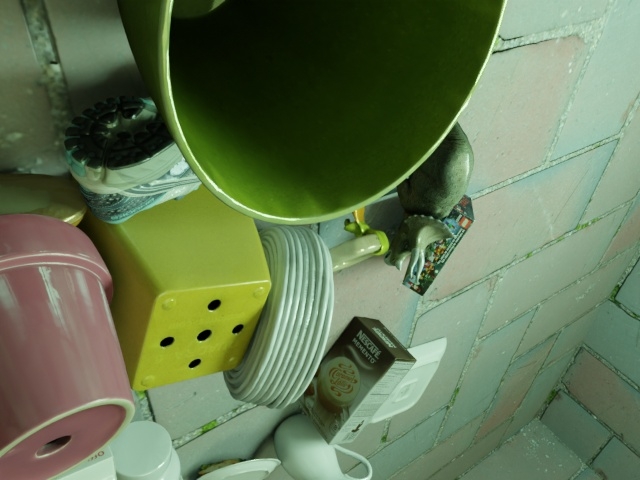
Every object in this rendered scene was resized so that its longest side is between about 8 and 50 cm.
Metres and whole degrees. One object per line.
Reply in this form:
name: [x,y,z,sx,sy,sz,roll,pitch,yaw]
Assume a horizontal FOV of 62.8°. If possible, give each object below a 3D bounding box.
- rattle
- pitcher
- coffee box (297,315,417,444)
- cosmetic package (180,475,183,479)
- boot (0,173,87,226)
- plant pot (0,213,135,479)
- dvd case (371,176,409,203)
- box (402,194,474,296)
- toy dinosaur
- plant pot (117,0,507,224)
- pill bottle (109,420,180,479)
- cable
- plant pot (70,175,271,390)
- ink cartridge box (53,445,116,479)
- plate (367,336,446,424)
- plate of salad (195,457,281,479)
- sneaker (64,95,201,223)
rattle: [0.000,0.000,0.837,0.199,0.143,0.130,-28,-173,46]
pitcher: [0.003,0.498,1.207,0.177,0.207,0.125,-10,131,-37]
coffee box: [0.074,0.306,1.152,0.098,0.141,0.246,20,109,-50]
cosmetic package: [-0.338,0.591,1.098,0.099,0.060,0.239,-13,132,-33]
boot: [-0.379,0.056,0.548,0.295,0.104,0.211,-21,143,-25]
plant pot: [-0.264,0.108,0.465,0.201,0.180,0.201,-33,156,-17]
dvd case: [0.101,-0.142,0.851,0.238,0.029,0.179,-20,136,-30]
box: [0.222,-0.005,0.978,0.159,0.044,0.233,-60,175,19]
toy dinosaur: [0.174,-0.106,0.795,0.121,0.160,0.313,-10,132,-37]
plant pot: [-0.053,-0.205,0.431,0.274,0.293,0.275,-24,137,-25]
pill bottle: [-0.314,0.427,0.906,0.136,0.136,0.246,-14,133,-34]
cable: [-0.066,0.100,0.737,0.089,0.257,0.257,15,145,-20]
plant pot: [-0.181,0.054,0.642,0.212,0.187,0.212,-3,126,-41]
ink cartridge box: [-0.355,0.311,0.753,0.092,0.143,0.090,-16,134,-33]
plate: [0.224,0.408,1.464,0.278,0.045,0.277,-5,128,-39]
plate of salad: [-0.187,0.509,1.158,0.200,0.048,0.200,-13,146,-9]
sneaker: [-0.146,-0.117,0.580,0.283,0.110,0.122,-36,162,-36]
